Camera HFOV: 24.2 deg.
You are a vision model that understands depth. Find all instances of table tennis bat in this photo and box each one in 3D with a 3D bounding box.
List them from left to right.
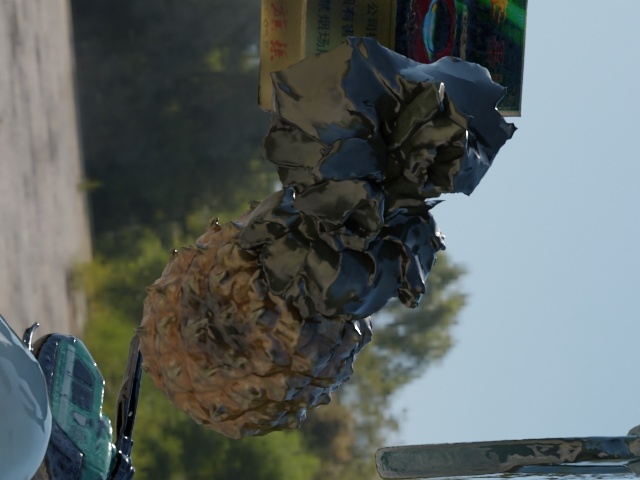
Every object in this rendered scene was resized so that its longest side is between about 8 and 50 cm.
[{"bbox_3d":[0.166,0.130,0.919,0.329,0.215,0.044,-22,-114,60],"label":"table tennis bat"}]

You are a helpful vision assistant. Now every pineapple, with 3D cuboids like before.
[{"bbox_3d":[0.000,0.000,0.706,0.111,0.119,0.237,49,-49,12],"label":"pineapple"}]

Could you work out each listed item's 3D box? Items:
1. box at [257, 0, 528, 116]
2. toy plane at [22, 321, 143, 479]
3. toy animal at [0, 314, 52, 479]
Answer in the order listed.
[{"bbox_3d":[0.066,-0.182,1.249,0.071,0.240,0.159,9,-79,55],"label":"box"},{"bbox_3d":[-0.226,0.202,1.305,0.106,0.155,0.381,-46,-151,25],"label":"toy plane"},{"bbox_3d":[-0.207,0.046,0.530,0.367,0.196,0.241,-102,-178,-49],"label":"toy animal"}]
